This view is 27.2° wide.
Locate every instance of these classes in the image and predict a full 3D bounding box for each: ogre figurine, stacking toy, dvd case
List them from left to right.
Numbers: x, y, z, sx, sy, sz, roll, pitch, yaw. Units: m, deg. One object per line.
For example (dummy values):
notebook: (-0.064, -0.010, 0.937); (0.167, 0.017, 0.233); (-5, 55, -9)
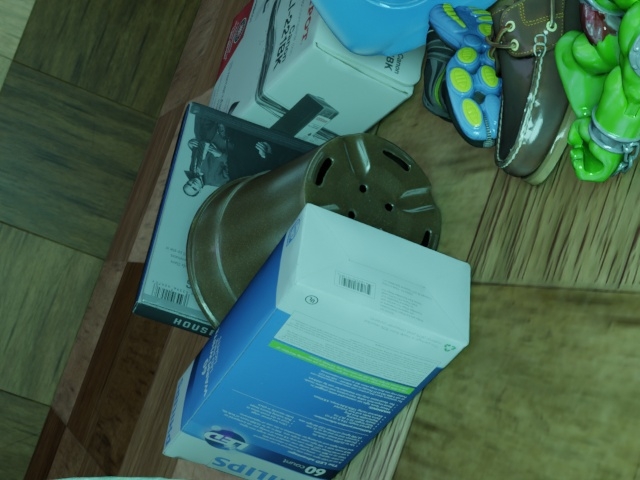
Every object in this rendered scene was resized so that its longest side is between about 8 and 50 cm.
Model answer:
dvd case: (-0.062, -0.008, 1.223); (0.029, 0.179, 0.239); (124, 161, -51)
stacking toy: (0.077, -0.302, 1.187); (0.175, 0.166, 0.302); (-26, 23, 20)
ogre figurine: (0.178, -0.141, 0.746); (0.197, 0.096, 0.118); (-61, 1, -15)

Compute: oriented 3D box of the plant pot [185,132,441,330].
plant pot: (0.000, 0.000, 1.064); (0.165, 0.167, 0.167); (-30, 41, 55)

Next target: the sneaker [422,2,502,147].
sneaker: (0.116, -0.118, 1.008); (0.188, 0.067, 0.078); (-100, 13, -59)

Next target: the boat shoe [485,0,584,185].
boat shoe: (0.147, -0.142, 0.895); (0.073, 0.073, 0.207); (-21, 51, 68)

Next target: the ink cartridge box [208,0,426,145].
ink cartridge box: (-0.005, -0.192, 1.348); (0.273, 0.114, 0.197); (-34, 37, 54)

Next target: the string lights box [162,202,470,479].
string lights box: (-0.009, 0.094, 0.994); (0.260, 0.133, 0.077); (-52, 23, 46)

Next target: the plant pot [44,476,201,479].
plant pot: (-0.095, 0.339, 0.656); (0.341, 0.341, 0.334); (129, 149, -48)
